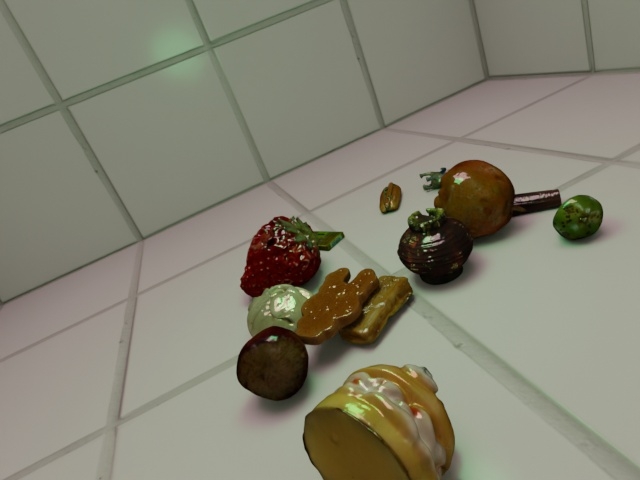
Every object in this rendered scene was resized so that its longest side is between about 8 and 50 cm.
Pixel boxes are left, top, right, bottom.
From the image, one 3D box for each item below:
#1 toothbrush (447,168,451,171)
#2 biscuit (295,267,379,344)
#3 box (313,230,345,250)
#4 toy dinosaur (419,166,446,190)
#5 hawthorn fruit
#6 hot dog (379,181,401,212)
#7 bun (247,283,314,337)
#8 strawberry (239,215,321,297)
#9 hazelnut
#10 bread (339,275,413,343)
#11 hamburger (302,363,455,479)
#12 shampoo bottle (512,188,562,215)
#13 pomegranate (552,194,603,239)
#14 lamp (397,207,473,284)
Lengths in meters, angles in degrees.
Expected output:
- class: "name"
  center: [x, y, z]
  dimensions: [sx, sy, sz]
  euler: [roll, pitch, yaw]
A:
- class: "toothbrush"
  center: [0.692, -0.300, 2.081]
  dimensions: [0.028, 0.037, 0.375]
  euler: [-24, 20, -12]
- class: "biscuit"
  center: [0.044, 0.193, 1.369]
  dimensions: [0.202, 0.047, 0.334]
  euler: [-3, 31, 36]
- class: "box"
  center: [0.000, 0.000, 2.048]
  dimensions: [0.193, 0.030, 0.121]
  euler: [2, 33, 45]
- class: "toy dinosaur"
  center: [0.549, -0.282, 2.114]
  dimensions: [0.147, 0.076, 0.363]
  euler: [-12, 20, 6]
- class: "hawthorn fruit"
  center: [0.554, -0.136, 1.570]
  dimensions: [0.298, 0.277, 0.277]
  euler: [18, 40, 24]
- class: "hot dog"
  center: [0.328, -0.206, 2.155]
  dimensions: [0.100, 0.068, 0.249]
  euler: [-12, 25, 20]
- class: "bun"
  center: [-0.128, 0.233, 1.494]
  dimensions: [0.259, 0.160, 0.259]
  euler: [-18, 26, 9]
- class: "strawberry"
  center: [-0.164, 0.089, 1.764]
  dimensions: [0.345, 0.295, 0.317]
  euler: [-51, 36, 17]
- class: "hazelnut"
  center: [-0.122, 0.332, 1.242]
  dimensions: [0.208, 0.208, 0.208]
  euler: [-19, 23, 8]
- class: "bread"
  center: [0.174, 0.208, 1.375]
  dimensions: [0.139, 0.077, 0.271]
  euler: [1, 33, 43]
- class: "hamburger"
  center: [0.130, 0.362, 0.866]
  dimensions: [0.276, 0.276, 0.237]
  euler: [3, 21, 45]
- class: "shampoo bottle"
  center: [0.732, -0.135, 1.635]
  dimensions: [0.236, 0.067, 0.068]
  euler: [-10, 33, 27]
- class: "pomegranate"
  center: [0.784, -0.067, 1.383]
  dimensions: [0.122, 0.143, 0.169]
  euler: [32, 6, 24]
- class: "lamp"
  center: [0.362, 0.012, 1.451]
  dimensions: [0.247, 0.247, 0.247]
  euler: [-19, 23, 8]
